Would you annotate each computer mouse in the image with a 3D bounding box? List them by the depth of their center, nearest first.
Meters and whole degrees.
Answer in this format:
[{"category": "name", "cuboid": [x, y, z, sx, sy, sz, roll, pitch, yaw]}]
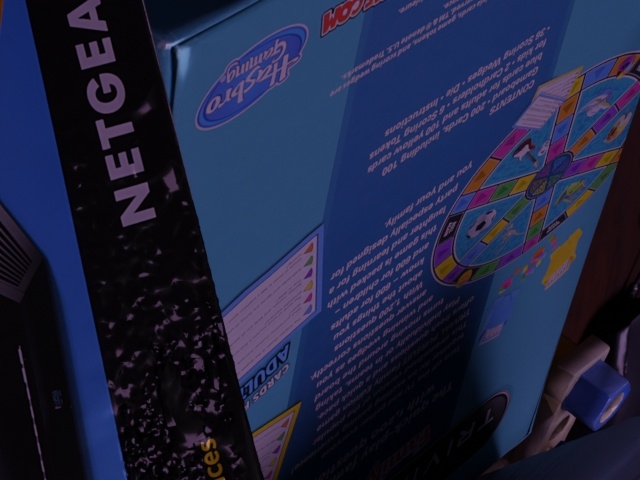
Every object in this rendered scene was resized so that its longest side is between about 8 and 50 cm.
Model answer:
[{"category": "computer mouse", "cuboid": [0.190, 0.030, 0.999, 0.071, 0.041, 0.242, -24, 142, -46]}]

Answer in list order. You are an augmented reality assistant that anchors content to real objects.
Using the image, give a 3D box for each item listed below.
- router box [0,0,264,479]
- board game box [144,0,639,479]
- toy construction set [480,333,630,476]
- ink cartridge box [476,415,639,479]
[{"category": "router box", "cuboid": [-0.084, 0.036, 0.353, 0.133, 0.046, 0.179, -18, 100, -20]}, {"category": "board game box", "cuboid": [0.000, 0.000, 0.579, 0.253, 0.079, 0.336, -34, 149, -37]}, {"category": "toy construction set", "cuboid": [0.099, 0.208, 0.965, 0.215, 0.151, 0.328, -45, 143, -19]}, {"category": "ink cartridge box", "cuboid": [-0.013, 0.200, 0.650, 0.324, 0.071, 0.330, -39, 176, -19]}]
